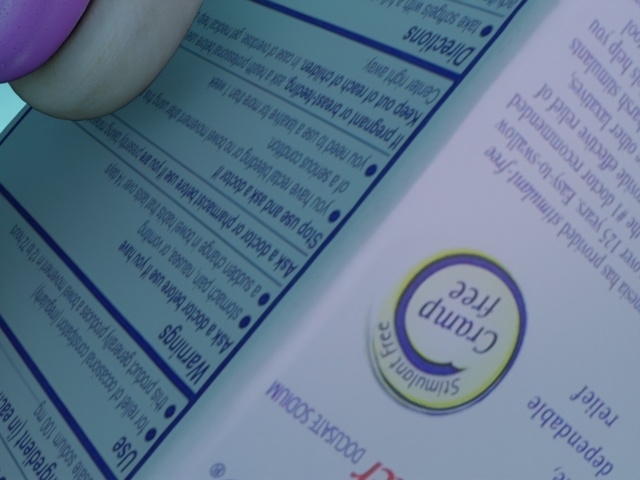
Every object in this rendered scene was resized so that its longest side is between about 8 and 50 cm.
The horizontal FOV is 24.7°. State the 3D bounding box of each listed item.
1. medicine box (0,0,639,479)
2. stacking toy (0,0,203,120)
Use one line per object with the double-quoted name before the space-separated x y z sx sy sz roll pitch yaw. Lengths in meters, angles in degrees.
"medicine box" 0.000 0.000 0.525 0.149 0.263 0.289 41 87 -31
"stacking toy" -0.193 -0.137 0.416 0.330 0.141 0.141 13 94 -33
